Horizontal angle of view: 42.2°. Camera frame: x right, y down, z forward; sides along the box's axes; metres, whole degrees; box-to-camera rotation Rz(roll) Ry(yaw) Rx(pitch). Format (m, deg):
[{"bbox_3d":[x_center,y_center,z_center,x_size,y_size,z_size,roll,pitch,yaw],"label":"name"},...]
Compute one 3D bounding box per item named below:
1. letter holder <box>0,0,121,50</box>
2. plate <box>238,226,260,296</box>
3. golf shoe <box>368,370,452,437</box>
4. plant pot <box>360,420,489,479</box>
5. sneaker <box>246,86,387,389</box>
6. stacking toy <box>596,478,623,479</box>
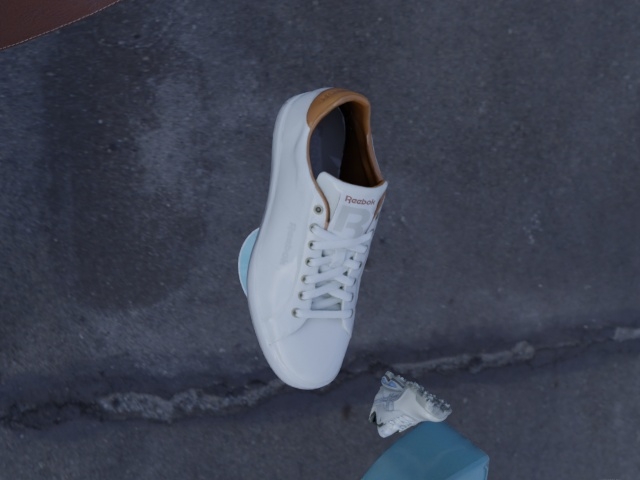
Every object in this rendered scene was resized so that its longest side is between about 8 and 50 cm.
[{"bbox_3d":[-0.352,-0.370,0.980,0.214,0.302,0.151,42,32,-64],"label":"letter holder"},{"bbox_3d":[-0.058,0.058,1.430,0.024,0.188,0.188,-29,117,-57],"label":"plate"},{"bbox_3d":[0.116,0.233,1.110,0.069,0.176,0.086,35,80,-9],"label":"golf shoe"},{"bbox_3d":[0.203,0.512,1.725,0.234,0.165,0.165,-20,125,-31],"label":"plant pot"},{"bbox_3d":[0.000,0.000,0.769,0.106,0.123,0.289,0,91,-26],"label":"sneaker"},{"bbox_3d":[0.375,0.455,0.702,0.351,0.480,0.350,-18,117,-40],"label":"stacking toy"}]
